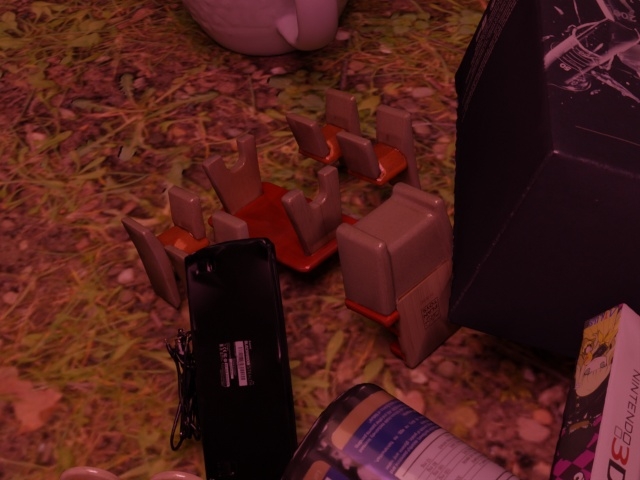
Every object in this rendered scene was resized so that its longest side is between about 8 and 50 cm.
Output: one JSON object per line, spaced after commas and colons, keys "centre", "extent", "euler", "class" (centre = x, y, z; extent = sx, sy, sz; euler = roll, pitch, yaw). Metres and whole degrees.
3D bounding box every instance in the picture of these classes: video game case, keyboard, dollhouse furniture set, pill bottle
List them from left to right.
{"centre": [-0.071, 0.097, 0.709], "extent": [0.100, 0.038, 0.192], "euler": [-6, 84, 8], "class": "keyboard"}
{"centre": [0.000, 0.000, 0.824], "extent": [0.262, 0.135, 0.259], "euler": [-36, 40, -27], "class": "dollhouse furniture set"}
{"centre": [0.086, 0.198, 0.583], "extent": [0.219, 0.123, 0.123], "euler": [31, 55, 24], "class": "pill bottle"}
{"centre": [0.238, 0.183, 0.547], "extent": [0.232, 0.042, 0.210], "euler": [39, 46, -9], "class": "video game case"}

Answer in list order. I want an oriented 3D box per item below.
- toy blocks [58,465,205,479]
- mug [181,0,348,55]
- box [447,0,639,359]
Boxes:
{"centre": [-0.145, 0.236, 0.626], "extent": [0.123, 0.054, 0.148], "euler": [1, 45, 8], "class": "toy blocks"}
{"centre": [-0.061, -0.370, 1.033], "extent": [0.276, 0.328, 0.374], "euler": [-17, 46, -10], "class": "mug"}
{"centre": [0.292, -0.058, 0.713], "extent": [0.343, 0.179, 0.313], "euler": [16, 46, -7], "class": "box"}
